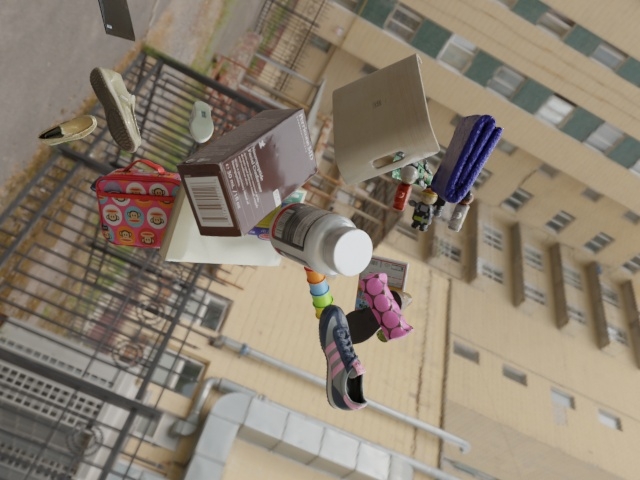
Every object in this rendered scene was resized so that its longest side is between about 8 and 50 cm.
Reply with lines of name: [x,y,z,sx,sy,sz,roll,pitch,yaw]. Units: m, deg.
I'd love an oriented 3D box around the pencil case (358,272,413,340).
pencil case: [0.197,0.193,1.758,0.098,0.209,0.095,-17,167,-34]

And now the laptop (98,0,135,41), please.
laptop: [-0.706,-0.746,1.826,0.136,0.264,0.234,-63,-177,13]

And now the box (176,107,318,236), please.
box: [-0.164,-0.177,1.469,0.381,0.143,0.191,-49,133,-49]

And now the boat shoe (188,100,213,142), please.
boat shoe: [-0.433,-0.409,2.130,0.227,0.079,0.081,-100,-150,-44]

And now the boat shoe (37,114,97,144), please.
boat shoe: [-0.822,-0.357,1.923,0.190,0.068,0.072,-24,-179,3]

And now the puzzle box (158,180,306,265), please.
puzzle box: [-0.249,-0.057,1.753,0.052,0.409,0.272,38,-67,43]

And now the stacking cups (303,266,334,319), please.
stacking cups: [-0.015,0.180,2.384,0.096,0.096,0.316,-76,155,-51]

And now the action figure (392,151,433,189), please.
action figure: [0.338,-0.237,2.055,0.063,0.232,0.137,2,-108,46]

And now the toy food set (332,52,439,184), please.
toy food set: [0.146,-0.280,1.357,0.220,0.092,0.306,-19,-132,21]

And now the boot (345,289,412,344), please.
boot: [0.183,0.265,2.002,0.305,0.112,0.115,-36,160,30]

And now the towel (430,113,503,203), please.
towel: [0.367,-0.208,1.511,0.308,0.076,0.227,-64,177,-79]

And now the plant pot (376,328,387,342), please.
plant pot: [0.240,0.321,2.106,0.079,0.083,0.083,-41,172,-40]

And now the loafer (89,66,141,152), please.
loafer: [-0.602,-0.400,1.799,0.102,0.268,0.092,-11,-167,43]

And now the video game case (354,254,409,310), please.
video game case: [0.257,0.208,2.531,0.025,0.204,0.285,-36,135,-64]

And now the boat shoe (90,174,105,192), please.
boat shoe: [-0.829,-0.147,2.417,0.089,0.258,0.109,-44,172,-16]

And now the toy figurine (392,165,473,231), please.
toy figurine: [0.346,-0.132,1.811,0.209,0.213,0.148,-120,-142,-55]

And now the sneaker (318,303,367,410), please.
sneaker: [0.080,0.346,1.759,0.131,0.112,0.319,-7,-88,49]

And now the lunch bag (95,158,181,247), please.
lunch bag: [-0.509,-0.111,1.759,0.120,0.293,0.258,-61,153,-67]

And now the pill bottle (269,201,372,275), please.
pill bottle: [0.000,0.000,1.689,0.318,0.176,0.176,22,-95,54]
